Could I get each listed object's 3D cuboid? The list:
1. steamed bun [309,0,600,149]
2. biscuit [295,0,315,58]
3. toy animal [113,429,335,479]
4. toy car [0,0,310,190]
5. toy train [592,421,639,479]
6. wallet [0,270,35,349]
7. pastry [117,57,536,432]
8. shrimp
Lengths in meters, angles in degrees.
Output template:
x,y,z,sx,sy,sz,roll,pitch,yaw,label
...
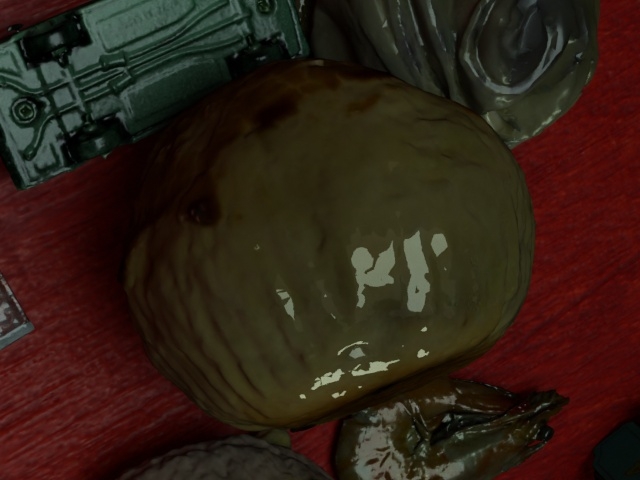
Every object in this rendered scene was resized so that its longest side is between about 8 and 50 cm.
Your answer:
x,y,z,sx,sy,sz,roll,pitch,yaw,label
0.145,-0.224,1.438,0.280,0.207,0.268,17,88,-23,steamed bun
0.043,-0.246,1.519,0.172,0.029,0.254,12,92,-29,biscuit
-0.051,0.333,1.465,0.226,0.188,0.358,-41,114,-11,toy animal
-0.170,-0.176,1.376,0.321,0.097,0.141,-28,109,-21,toy car
0.408,0.272,1.703,0.154,0.198,0.107,-36,115,-3,toy train
-0.371,0.090,1.353,0.196,0.020,0.103,-33,112,-20,wallet
0.000,0.000,1.351,0.388,0.388,0.312,-14,79,-26,pastry
0.150,0.209,1.626,0.294,0.062,0.154,-14,98,-24,shrimp
